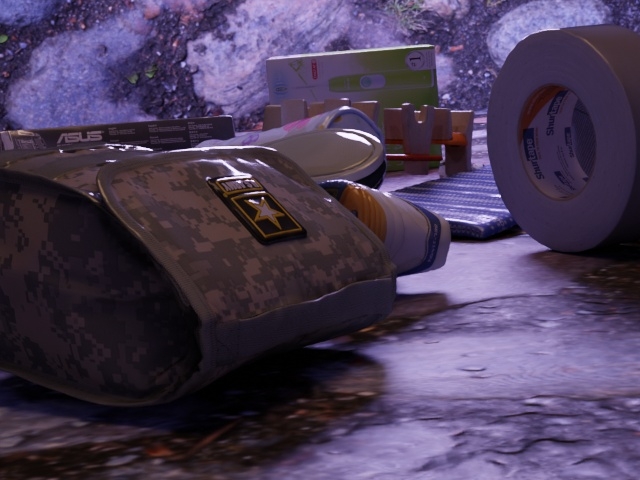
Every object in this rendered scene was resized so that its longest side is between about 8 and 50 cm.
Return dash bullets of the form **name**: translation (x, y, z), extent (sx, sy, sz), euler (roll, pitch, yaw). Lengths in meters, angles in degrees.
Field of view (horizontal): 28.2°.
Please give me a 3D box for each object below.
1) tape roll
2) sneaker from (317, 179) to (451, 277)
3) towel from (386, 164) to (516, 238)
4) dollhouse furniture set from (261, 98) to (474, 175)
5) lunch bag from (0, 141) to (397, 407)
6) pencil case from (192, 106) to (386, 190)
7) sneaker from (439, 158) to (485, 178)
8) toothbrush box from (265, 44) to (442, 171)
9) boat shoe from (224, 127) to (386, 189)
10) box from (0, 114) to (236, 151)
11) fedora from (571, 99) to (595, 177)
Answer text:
- **tape roll**: translation (0.257, -0.100, 1.251), extent (0.072, 0.219, 0.219), euler (-11, 11, -30)
- **sneaker**: translation (0.000, 0.000, 1.215), extent (0.131, 0.111, 0.296), euler (10, 0, -35)
- **towel**: translation (0.204, -0.045, 1.558), extent (0.243, 0.040, 0.336), euler (6, 16, 44)
- **dollhouse furniture set**: translation (0.041, -0.114, 1.718), extent (0.259, 0.135, 0.262), euler (5, 4, 43)
- **lunch bag**: translation (-0.113, 0.016, 0.903), extent (0.287, 0.168, 0.235), euler (10, 12, 32)
- **pencil case**: translation (-0.050, -0.085, 1.542), extent (0.273, 0.113, 0.124), euler (-9, 12, 43)
- **sneaker**: translation (0.220, -0.115, 1.955), extent (0.083, 0.037, 0.032), euler (-8, 8, -29)
- **toothbrush box**: translation (0.058, -0.219, 2.164), extent (0.283, 0.206, 0.122), euler (-4, 10, 3)
- **boat shoe**: translation (-0.051, -0.040, 1.393), extent (0.340, 0.113, 0.127), euler (-6, 27, 39)
- **box**: translation (-0.290, -0.095, 1.738), extent (0.308, 0.076, 0.242), euler (-6, -9, -18)
- **fedora**: translation (0.360, -0.116, 1.488), extent (0.244, 0.124, 0.275), euler (25, 15, 16)
